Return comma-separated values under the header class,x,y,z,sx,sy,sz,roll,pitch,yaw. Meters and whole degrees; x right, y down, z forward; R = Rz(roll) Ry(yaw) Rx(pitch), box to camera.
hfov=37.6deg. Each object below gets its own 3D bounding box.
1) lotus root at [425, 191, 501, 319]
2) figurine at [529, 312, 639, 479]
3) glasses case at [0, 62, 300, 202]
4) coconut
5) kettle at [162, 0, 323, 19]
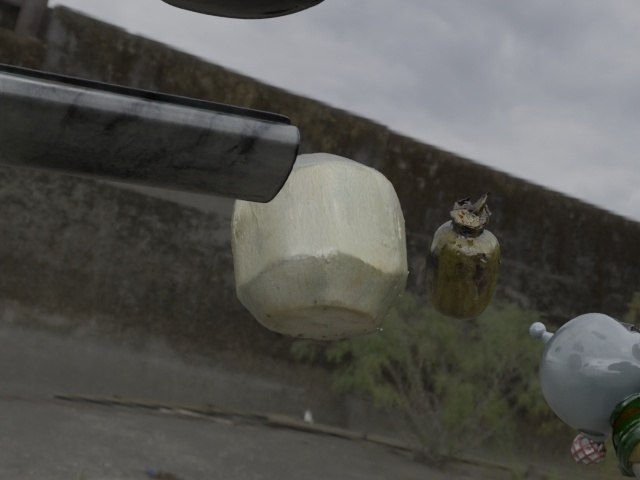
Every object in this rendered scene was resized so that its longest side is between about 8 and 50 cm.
class,x,y,z,sx,sy,sz,roll,pitch,yaw
lotus root,0.277,0.035,1.829,0.154,0.278,0.154,3,36,-2
figurine,0.455,0.249,1.409,0.167,0.281,0.370,7,32,-31
glasses case,-0.176,-0.092,0.878,0.299,0.060,0.114,8,-35,-24
coconut,0.000,0.000,1.277,0.244,0.248,0.245,0,-22,0
kettle,-0.112,-0.404,1.270,0.290,0.208,0.268,26,6,38
